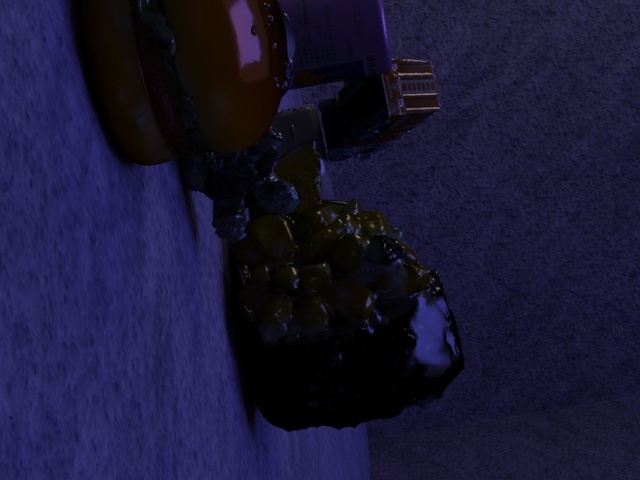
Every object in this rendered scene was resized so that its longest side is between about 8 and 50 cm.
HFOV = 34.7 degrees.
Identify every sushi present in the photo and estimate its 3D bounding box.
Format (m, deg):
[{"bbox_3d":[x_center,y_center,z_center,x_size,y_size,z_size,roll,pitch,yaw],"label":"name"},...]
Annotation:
[{"bbox_3d":[0.038,0.083,1.485,0.328,0.329,0.285,-76,161,-69],"label":"sushi"}]

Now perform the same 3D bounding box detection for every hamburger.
[{"bbox_3d":[-0.117,-0.191,0.957,0.246,0.170,0.246,-8,90,-88],"label":"hamburger"}]

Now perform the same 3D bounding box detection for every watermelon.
[{"bbox_3d":[-0.042,-0.020,1.774,0.123,0.129,0.301,19,57,-52],"label":"watermelon"}]

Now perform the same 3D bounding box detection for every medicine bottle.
[{"bbox_3d":[-0.024,-0.367,1.860,0.178,0.291,0.178,-10,90,-86],"label":"medicine bottle"}]

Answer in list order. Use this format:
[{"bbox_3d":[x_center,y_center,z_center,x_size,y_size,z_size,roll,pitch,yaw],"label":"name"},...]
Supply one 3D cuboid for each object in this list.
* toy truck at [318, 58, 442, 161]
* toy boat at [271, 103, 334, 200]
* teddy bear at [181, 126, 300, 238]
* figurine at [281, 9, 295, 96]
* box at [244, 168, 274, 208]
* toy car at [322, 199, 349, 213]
[{"bbox_3d":[0.117,-0.262,2.080,0.305,0.162,0.136,148,-66,-65],"label":"toy truck"},{"bbox_3d":[-0.052,-0.151,2.175,0.141,0.141,0.269,-91,173,-66],"label":"toy boat"},{"bbox_3d":[-0.110,-0.114,1.210,0.111,0.133,0.213,-97,163,-53],"label":"teddy bear"},{"bbox_3d":[-0.099,-0.330,1.643,0.145,0.145,0.222,-86,168,-74],"label":"figurine"},{"bbox_3d":[-0.121,-0.160,1.562,0.240,0.071,0.159,68,15,-70],"label":"box"},{"bbox_3d":[0.000,0.000,1.972,0.248,0.198,0.204,65,15,-76],"label":"toy car"}]
